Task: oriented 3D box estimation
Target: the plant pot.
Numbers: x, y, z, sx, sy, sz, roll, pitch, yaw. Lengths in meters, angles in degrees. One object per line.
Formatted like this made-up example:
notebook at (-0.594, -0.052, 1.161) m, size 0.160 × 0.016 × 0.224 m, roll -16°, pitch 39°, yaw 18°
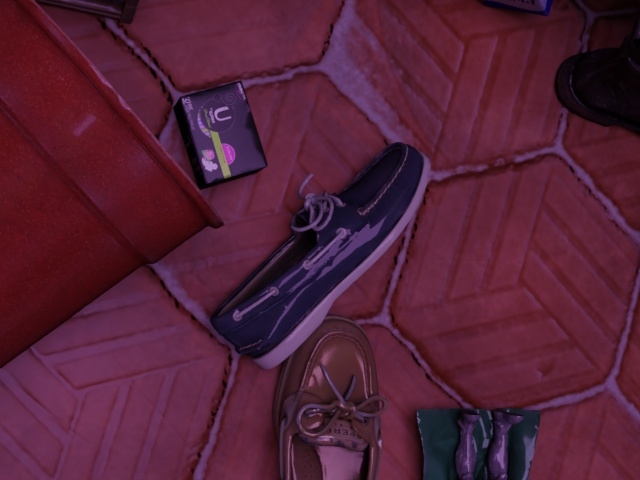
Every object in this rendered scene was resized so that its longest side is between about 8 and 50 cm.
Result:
plant pot at (-0.264, -0.027, 0.909) m, size 0.265 × 0.272 × 0.272 m, roll -42°, pitch 97°, yaw -5°

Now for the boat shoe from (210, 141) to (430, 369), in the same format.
boat shoe at (0.000, 0.000, 1.052) m, size 0.079 × 0.095 × 0.254 m, roll 43°, pitch 86°, yaw -20°

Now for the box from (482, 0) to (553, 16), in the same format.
box at (0.191, -0.304, 1.089) m, size 0.072 × 0.137 × 0.126 m, roll 16°, pitch 81°, yaw 25°

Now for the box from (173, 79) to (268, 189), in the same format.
box at (-0.093, -0.096, 1.051) m, size 0.062 × 0.052 × 0.083 m, roll -18°, pitch 90°, yaw -15°

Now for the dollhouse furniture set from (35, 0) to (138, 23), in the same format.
dollhouse furniture set at (-0.208, -0.306, 0.993) m, size 0.129 × 0.129 × 0.184 m, roll 10°, pitch 84°, yaw -14°

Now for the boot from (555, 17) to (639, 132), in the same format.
boot at (0.370, -0.149, 1.084) m, size 0.262 × 0.229 × 0.091 m, roll 7°, pitch 85°, yaw -14°

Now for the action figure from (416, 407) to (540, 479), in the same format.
action figure at (0.152, 0.279, 1.092) m, size 0.137 × 0.063 × 0.232 m, roll 3°, pitch 89°, yaw -18°

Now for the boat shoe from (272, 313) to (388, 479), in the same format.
boat shoe at (0.010, 0.210, 1.040) m, size 0.104 × 0.089 × 0.285 m, roll 5°, pitch 85°, yaw -14°
